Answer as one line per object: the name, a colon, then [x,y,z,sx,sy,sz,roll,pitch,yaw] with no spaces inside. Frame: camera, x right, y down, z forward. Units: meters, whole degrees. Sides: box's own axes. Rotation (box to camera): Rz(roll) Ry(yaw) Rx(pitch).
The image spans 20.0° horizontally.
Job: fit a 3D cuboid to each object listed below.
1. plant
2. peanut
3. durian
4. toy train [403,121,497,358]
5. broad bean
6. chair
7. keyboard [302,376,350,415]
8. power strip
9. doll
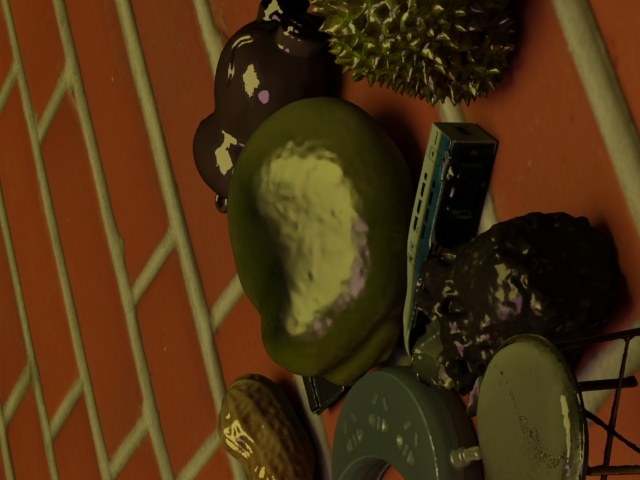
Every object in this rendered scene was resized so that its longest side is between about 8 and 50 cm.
plant: [0.154,0.060,1.535,0.203,0.131,0.142,-57,46,50]
peanut: [-0.059,0.225,2.006,0.083,0.093,0.194,-45,43,20]
durian: [0.085,-0.244,1.619,0.200,0.177,0.236,11,90,42]
toy train: [0.111,0.005,1.704,0.051,0.052,0.233,-130,45,-55]
broad bean: [-0.001,0.000,1.826,0.238,0.119,0.291,12,106,45]
chair: [0.157,0.150,1.318,0.160,0.326,0.170,-50,49,53]
keyboard: [-0.013,0.073,1.983,0.072,0.023,0.231,-44,53,47]
power strip: [0.087,0.207,1.758,0.253,0.054,0.167,12,103,63]
doll: [-0.064,-0.141,1.964,0.182,0.117,0.257,55,138,49]
